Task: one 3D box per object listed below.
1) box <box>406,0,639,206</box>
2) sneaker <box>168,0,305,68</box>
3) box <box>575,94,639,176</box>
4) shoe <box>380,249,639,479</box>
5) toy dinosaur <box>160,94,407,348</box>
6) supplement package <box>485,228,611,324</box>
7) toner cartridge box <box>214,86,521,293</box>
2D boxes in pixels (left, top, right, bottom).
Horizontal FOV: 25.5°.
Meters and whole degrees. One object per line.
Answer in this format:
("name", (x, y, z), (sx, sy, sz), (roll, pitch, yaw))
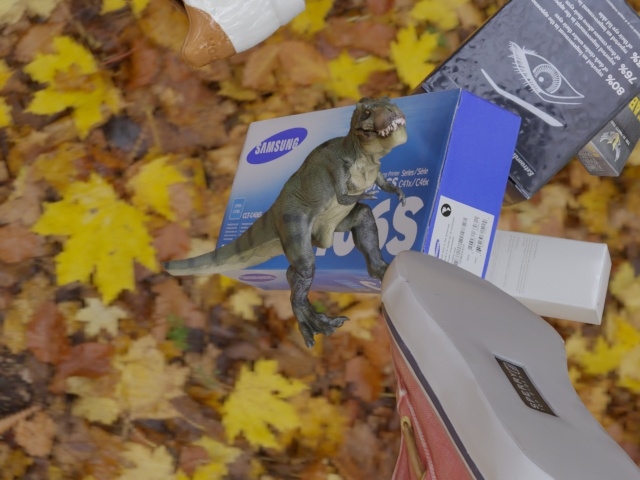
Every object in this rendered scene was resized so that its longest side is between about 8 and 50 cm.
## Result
("box", (0.209, -0.157, 1.369), (0.207, 0.108, 0.153), (-42, 92, -6))
("sneaker", (-0.140, -0.255, 1.029), (0.123, 0.106, 0.290), (-35, 84, -1))
("box", (0.364, -0.228, 1.900), (0.231, 0.056, 0.183), (45, 67, -30))
("shoe", (0.042, 0.069, 0.437), (0.063, 0.178, 0.081), (21, 107, -17))
("toy dinosaur", (0.000, 0.000, 0.984), (0.118, 0.268, 0.064), (56, 40, 3))
("supplement package", (0.347, 0.056, 2.168), (0.105, 0.179, 0.105), (52, 50, -66))
("toner cartridge box", (0.030, -0.038, 1.321), (0.075, 0.347, 0.165), (22, 76, -31))
